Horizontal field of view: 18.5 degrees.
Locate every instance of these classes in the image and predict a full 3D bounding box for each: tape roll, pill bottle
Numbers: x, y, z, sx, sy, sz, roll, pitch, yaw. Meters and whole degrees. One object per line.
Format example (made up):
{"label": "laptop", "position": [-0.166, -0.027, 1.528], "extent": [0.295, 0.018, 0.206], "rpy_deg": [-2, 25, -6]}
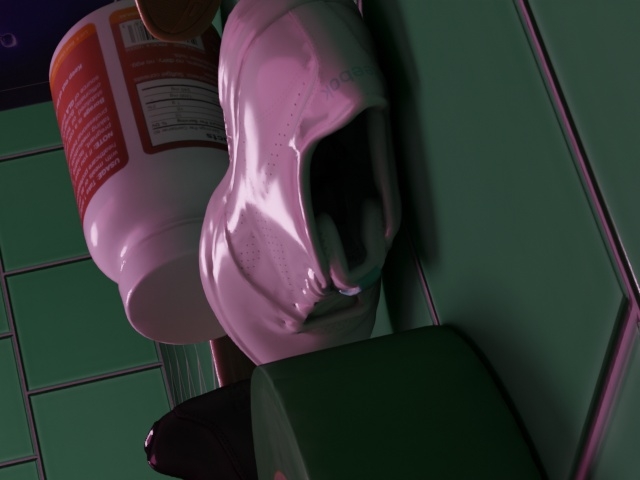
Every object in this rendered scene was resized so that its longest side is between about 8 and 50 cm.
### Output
{"label": "tape roll", "position": [0.045, 0.195, 0.743], "extent": [0.321, 0.077, 0.321], "rpy_deg": [168, 90, -83]}
{"label": "pill bottle", "position": [-0.100, -0.044, 1.263], "extent": [0.121, 0.121, 0.216], "rpy_deg": [87, 169, -51]}

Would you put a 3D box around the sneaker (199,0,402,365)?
{"label": "sneaker", "position": [0.000, 0.000, 0.804], "extent": [0.212, 0.080, 0.094], "rpy_deg": [87, 157, -44]}

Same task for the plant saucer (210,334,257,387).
{"label": "plant saucer", "position": [-0.062, 0.070, 1.425], "extent": [0.278, 0.041, 0.277], "rpy_deg": [168, 90, -86]}

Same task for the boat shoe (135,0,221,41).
{"label": "boat shoe", "position": [-0.086, -0.204, 1.162], "extent": [0.059, 0.063, 0.170], "rpy_deg": [-112, 21, -64]}

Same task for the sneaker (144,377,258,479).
{"label": "sneaker", "position": [-0.018, 0.206, 1.037], "extent": [0.109, 0.130, 0.286], "rpy_deg": [-177, 73, -80]}

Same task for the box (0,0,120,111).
{"label": "box", "position": [-0.254, -0.209, 1.611], "extent": [0.103, 0.261, 0.184], "rpy_deg": [-115, 14, -59]}
